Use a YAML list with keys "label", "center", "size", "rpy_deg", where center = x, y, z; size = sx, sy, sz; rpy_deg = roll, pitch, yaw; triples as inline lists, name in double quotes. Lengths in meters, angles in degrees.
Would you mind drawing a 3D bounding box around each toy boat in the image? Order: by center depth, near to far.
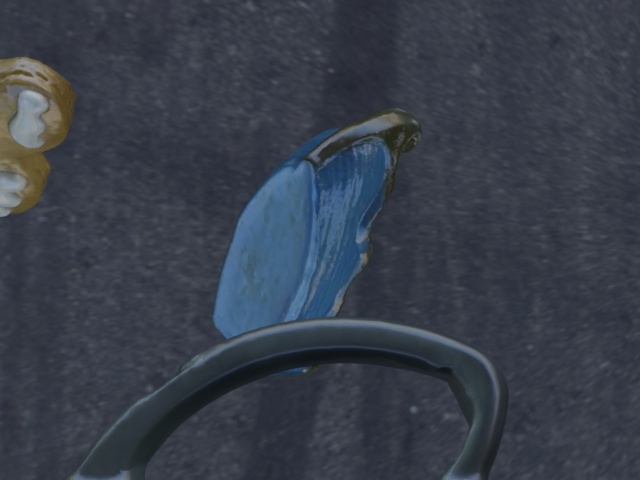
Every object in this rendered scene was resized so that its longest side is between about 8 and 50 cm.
- label: "toy boat"
  center: [0.000, 0.000, 0.866]
  size: [0.075, 0.077, 0.185]
  rpy_deg: [45, 131, 31]

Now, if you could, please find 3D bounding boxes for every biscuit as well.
- label: "biscuit"
  center: [-0.257, -0.086, 0.813]
  size: [0.240, 0.158, 0.035]
  rpy_deg: [21, 55, -5]

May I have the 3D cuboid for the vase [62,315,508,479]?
- label: "vase"
  center: [-0.035, 0.147, 0.555]
  size: [0.301, 0.156, 0.251]
  rpy_deg: [4, 71, 10]
